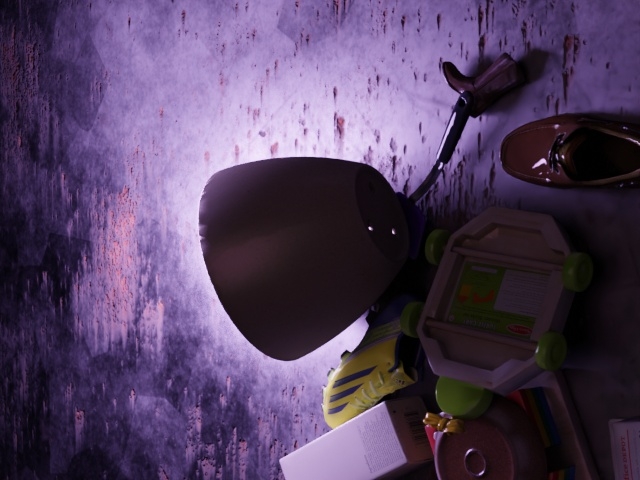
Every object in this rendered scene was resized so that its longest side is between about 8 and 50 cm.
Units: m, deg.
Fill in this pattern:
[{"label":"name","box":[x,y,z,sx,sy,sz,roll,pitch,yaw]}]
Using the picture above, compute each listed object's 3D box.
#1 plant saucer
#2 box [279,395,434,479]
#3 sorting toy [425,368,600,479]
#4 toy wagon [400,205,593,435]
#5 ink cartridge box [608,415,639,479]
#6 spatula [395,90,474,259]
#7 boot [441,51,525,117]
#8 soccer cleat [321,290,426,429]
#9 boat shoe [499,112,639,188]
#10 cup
[{"label":"plant saucer","box":[0.233,0.319,1.778,0.198,0.036,0.199,1,91,44]},{"label":"box","box":[0.063,0.358,2.025,0.275,0.094,0.113,-34,68,39]},{"label":"sorting toy","box":[0.274,0.352,1.827,0.257,0.089,0.256,-29,71,40]},{"label":"toy wagon","box":[0.241,0.120,1.789,0.267,0.068,0.344,11,77,43]},{"label":"ink cartridge box","box":[0.465,0.296,1.658,0.198,0.067,0.115,-9,85,44]},{"label":"spatula","box":[0.175,-0.107,1.935,0.084,0.030,0.296,47,125,35]},{"label":"boot","box":[0.248,-0.257,1.870,0.114,0.037,0.106,-41,77,40]},{"label":"soccer cleat","box":[0.094,0.214,1.993,0.121,0.093,0.289,46,120,30]},{"label":"boat shoe","box":[0.365,-0.126,1.716,0.307,0.104,0.111,2,93,44]},{"label":"cup","box":[0.000,0.000,1.949,0.237,0.331,0.331,-22,76,27]}]
